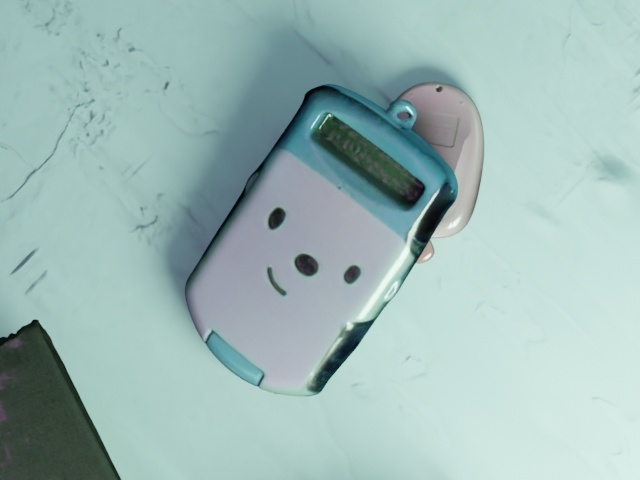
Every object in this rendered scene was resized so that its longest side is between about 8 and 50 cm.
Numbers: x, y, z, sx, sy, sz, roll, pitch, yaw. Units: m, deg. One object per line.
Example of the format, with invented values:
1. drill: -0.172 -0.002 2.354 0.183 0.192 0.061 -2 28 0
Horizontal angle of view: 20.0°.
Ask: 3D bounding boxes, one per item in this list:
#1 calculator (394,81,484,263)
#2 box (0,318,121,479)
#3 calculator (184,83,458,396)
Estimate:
1. calculator: 0.092 -0.060 1.618 0.103 0.024 0.166 10 88 16
2. box: -0.269 0.288 1.548 0.251 0.204 0.345 -26 77 -11
3. calculator: 0.000 0.000 1.607 0.173 0.051 0.293 38 103 17
